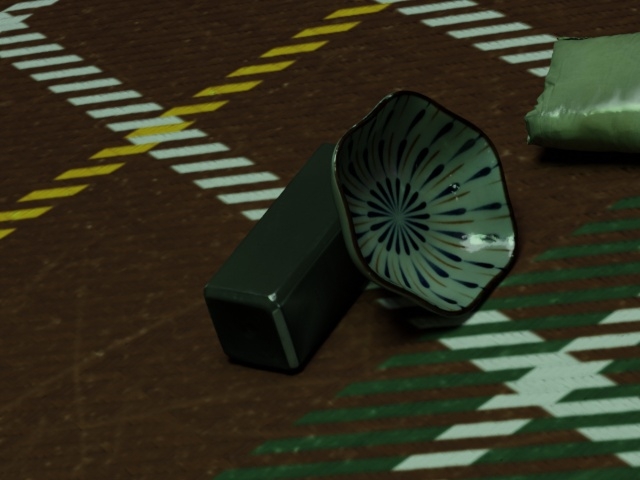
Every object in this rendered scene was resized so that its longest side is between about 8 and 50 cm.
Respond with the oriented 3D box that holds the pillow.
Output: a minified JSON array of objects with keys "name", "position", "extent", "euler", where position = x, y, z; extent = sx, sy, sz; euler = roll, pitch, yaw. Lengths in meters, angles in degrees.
[{"name":"pillow","position":[0.268,-0.128,1.729],"extent":[0.181,0.078,0.134],"euler":[1,39,27]}]

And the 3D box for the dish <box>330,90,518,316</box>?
[{"name":"dish","position":[0.070,-0.024,1.623],"extent":[0.066,0.190,0.190],"euler":[-24,20,51]}]

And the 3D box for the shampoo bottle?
[{"name":"shampoo bottle","position":[0.000,0.000,1.668],"extent":[0.079,0.080,0.246],"euler":[9,43,30]}]
